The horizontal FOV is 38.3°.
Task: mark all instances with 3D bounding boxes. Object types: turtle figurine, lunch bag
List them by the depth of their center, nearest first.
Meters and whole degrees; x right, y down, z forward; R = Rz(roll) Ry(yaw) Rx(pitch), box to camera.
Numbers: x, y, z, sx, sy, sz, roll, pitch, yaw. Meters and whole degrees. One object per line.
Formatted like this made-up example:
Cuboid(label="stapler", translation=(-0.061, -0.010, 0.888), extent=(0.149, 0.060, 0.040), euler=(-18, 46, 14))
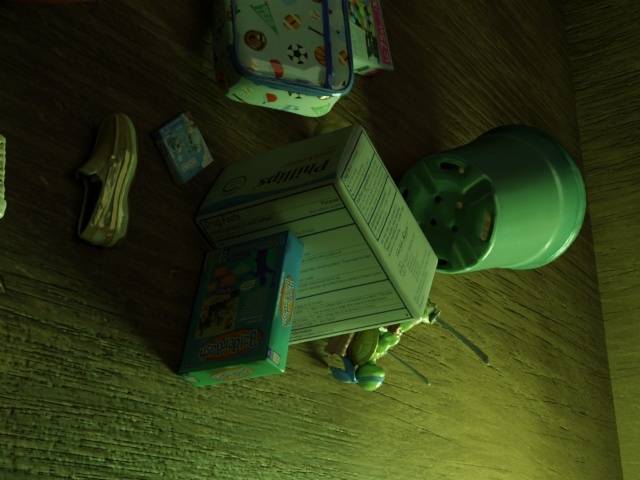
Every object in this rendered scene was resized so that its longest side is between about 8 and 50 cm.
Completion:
Cuboid(label="lunch bag", translation=(-0.057, -0.366, 1.553), extent=(0.243, 0.115, 0.303), euler=(7, 68, -22))
Cuboid(label="turtle figurine", translation=(0.133, 0.138, 1.683), extent=(0.198, 0.275, 0.266), euler=(92, -10, -73))

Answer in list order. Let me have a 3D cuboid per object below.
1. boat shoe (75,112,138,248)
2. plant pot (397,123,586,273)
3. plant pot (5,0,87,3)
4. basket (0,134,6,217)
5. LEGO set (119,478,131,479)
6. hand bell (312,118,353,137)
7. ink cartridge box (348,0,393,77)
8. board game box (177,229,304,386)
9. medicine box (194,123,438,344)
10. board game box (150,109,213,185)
Cuboid(label="boat shoe", translation=(-0.288, -0.087, 1.219), extent=(0.072, 0.068, 0.190), euler=(16, 64, -42))
Cuboid(label="plant pot", translation=(0.352, -0.076, 2.020), extent=(0.334, 0.341, 0.341), euler=(-13, 89, -50))
Cuboid(label="plant pot", translation=(-0.342, -0.439, 1.104), extent=(0.267, 0.236, 0.267), euler=(39, 47, -44))
Cuboid(label="basket", translation=(-0.421, -0.083, 0.952), extent=(0.167, 0.113, 0.103), euler=(31, 51, -50))
Cuboid(label="LEGO set", translation=(-0.195, 0.390, 1.126), extent=(0.287, 0.132, 0.107), euler=(58, 26, -17))
Cuboid(label="hand bell", translation=(-0.014, -0.099, 1.649), extent=(0.126, 0.126, 0.242), euler=(59, 47, -26))
Cuboid(label="ink cartridge box", translation=(0.043, -0.448, 1.899), extent=(0.311, 0.065, 0.185), euler=(-4, 81, -57))
Cuboid(label="board game box", translation=(-0.113, 0.098, 1.330), extent=(0.047, 0.160, 0.210), euler=(44, 44, -42))
Cuboid(label="medicine box", translation=(0.000, 0.000, 1.449), extent=(0.289, 0.264, 0.149), euler=(58, 35, -28))
Cuboid(label="board game box", translation=(-0.210, -0.142, 1.405), extent=(0.090, 0.020, 0.090), euler=(66, 32, -18))
